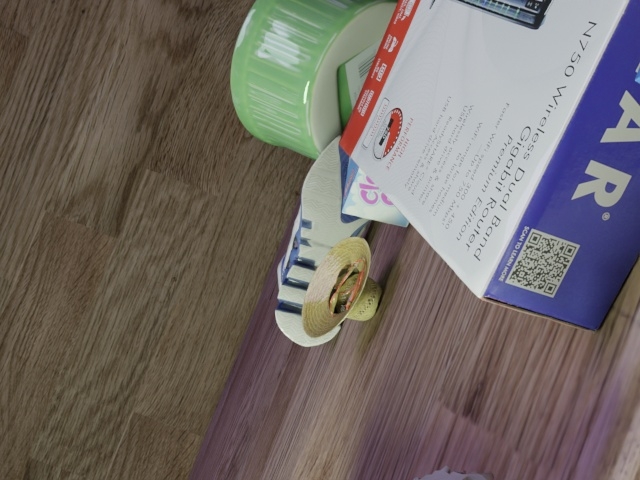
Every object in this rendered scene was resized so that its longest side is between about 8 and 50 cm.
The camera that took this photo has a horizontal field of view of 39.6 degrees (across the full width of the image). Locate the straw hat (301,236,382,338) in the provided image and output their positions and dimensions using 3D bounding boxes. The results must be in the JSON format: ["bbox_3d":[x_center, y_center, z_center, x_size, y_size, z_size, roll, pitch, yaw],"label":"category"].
[{"bbox_3d":[0.041,0.068,1.089,0.144,0.061,0.145,-46,29,35],"label":"straw hat"}]

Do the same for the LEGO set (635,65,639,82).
[{"bbox_3d":[0.181,-0.096,0.368,0.093,0.087,0.227,150,142,-79],"label":"LEGO set"}]

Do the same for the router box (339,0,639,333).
[{"bbox_3d":[0.147,-0.160,0.567,0.336,0.082,0.301,-67,21,15],"label":"router box"}]

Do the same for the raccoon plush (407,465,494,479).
[{"bbox_3d":[0.000,0.259,0.636,0.446,0.216,0.299,-33,7,23],"label":"raccoon plush"}]

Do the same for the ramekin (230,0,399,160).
[{"bbox_3d":[0.022,-0.264,1.374,0.303,0.148,0.304,-32,-42,-34],"label":"ramekin"}]

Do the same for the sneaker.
[{"bbox_3d":[0.000,0.001,1.352,0.182,0.127,0.316,163,127,-79],"label":"sneaker"}]

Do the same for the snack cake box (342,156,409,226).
[{"bbox_3d":[0.104,-0.160,1.038,0.264,0.089,0.152,110,170,-49],"label":"snack cake box"}]
